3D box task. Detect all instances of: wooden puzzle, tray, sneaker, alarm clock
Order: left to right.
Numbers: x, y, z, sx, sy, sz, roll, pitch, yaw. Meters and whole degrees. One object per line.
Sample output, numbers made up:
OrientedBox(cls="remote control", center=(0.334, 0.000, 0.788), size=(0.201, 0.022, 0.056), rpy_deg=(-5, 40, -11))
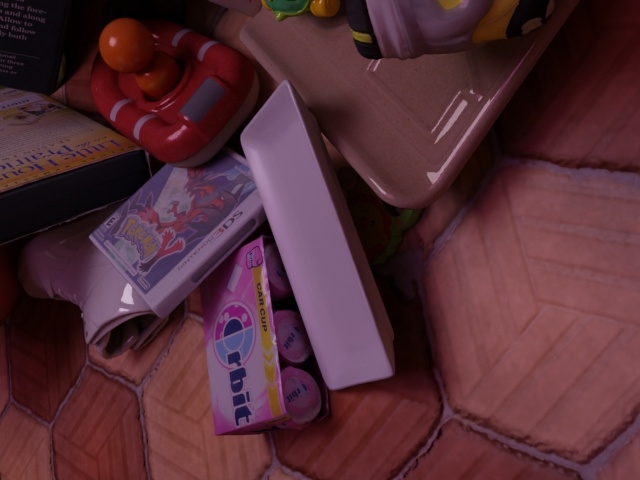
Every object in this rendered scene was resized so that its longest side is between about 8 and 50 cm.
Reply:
OrientedBox(cls="sneaker", center=(-0.295, 0.071, 1.102), size=(0.292, 0.108, 0.169), rpy_deg=(-22, 64, 40))
OrientedBox(cls="alarm clock", center=(-0.230, -0.308, 1.136), size=(0.129, 0.064, 0.192), rpy_deg=(26, 99, 45))
OrientedBox(cls="tray", center=(0.000, 0.000, 0.800), size=(0.145, 0.030, 0.270), rpy_deg=(-33, 75, 63))
OrientedBox(cls="wooden puzzle", center=(0.104, -0.243, 0.770), size=(0.348, 0.080, 0.322), rpy_deg=(-54, 50, 19))
OrientedBox(cls="sneaker", center=(0.116, -0.310, 0.653), size=(0.147, 0.145, 0.384), rpy_deg=(6, 80, 13))

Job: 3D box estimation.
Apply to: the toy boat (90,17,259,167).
OrientedBox(cls="toy boat", center=(-0.188, -0.190, 0.982), size=(0.151, 0.151, 0.231), rpy_deg=(-51, 46, -6))

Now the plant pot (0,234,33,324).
OrientedBox(cls="plant pot", center=(-0.530, 0.046, 1.178), size=(0.243, 0.275, 0.275), rpy_deg=(-135, 62, -68))

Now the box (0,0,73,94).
OrientedBox(cls="box", center=(-0.352, -0.402, 0.927), size=(0.395, 0.212, 0.293), rpy_deg=(126, 145, -51))

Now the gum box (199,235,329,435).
OrientedBox(cls="gum box", center=(-0.060, 0.104, 0.882), size=(0.107, 0.062, 0.188), rpy_deg=(-26, 65, 40))

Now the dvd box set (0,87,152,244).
OrientedBox(cls="dvd box set", center=(-0.443, -0.099, 1.114), size=(0.420, 0.308, 0.062), rpy_deg=(27, 133, 48))

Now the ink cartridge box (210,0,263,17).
OrientedBox(cls="ink cartridge box", center=(-0.132, -0.343, 0.944), size=(0.082, 0.191, 0.139), rpy_deg=(42, 113, 43))

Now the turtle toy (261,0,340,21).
OrientedBox(cls="turtle toy", center=(-0.021, -0.262, 0.789), size=(0.095, 0.066, 0.130), rpy_deg=(20, 93, 44))

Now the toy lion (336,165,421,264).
OrientedBox(cls="toy lion", center=(0.054, -0.026, 0.814), size=(0.100, 0.034, 0.096), rpy_deg=(-13, 81, 44))

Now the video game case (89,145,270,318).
OrientedBox(cls="video game case", center=(-0.148, -0.026, 0.945), size=(0.183, 0.023, 0.201), rpy_deg=(-45, 38, -9))

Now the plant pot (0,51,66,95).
OrientedBox(cls="plant pot", center=(-0.543, -0.442, 1.309), size=(0.366, 0.366, 0.353), rpy_deg=(-20, 58, 42))
